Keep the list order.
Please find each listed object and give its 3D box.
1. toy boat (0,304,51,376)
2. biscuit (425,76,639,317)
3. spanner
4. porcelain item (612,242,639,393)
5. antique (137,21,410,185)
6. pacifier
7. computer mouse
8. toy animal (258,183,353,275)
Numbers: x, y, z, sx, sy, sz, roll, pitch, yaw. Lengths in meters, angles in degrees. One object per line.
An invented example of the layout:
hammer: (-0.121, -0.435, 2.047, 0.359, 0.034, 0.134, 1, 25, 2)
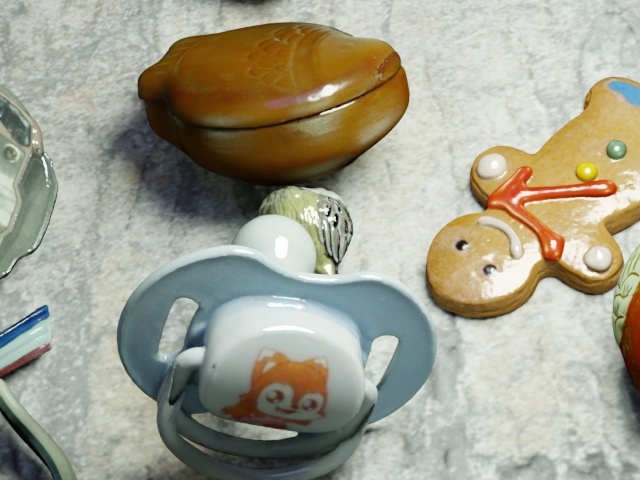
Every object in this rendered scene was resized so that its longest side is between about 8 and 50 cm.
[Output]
toy boat: (-0.367, 0.136, 1.915, 0.229, 0.080, 0.046, -27, 91, -12)
biscuit: (0.243, -0.036, 1.934, 0.324, 0.049, 0.205, -33, 58, -10)
spanner: (-0.256, 0.263, 1.817, 0.096, 0.040, 0.325, -37, 62, -15)
porcelain item: (0.383, 0.056, 1.735, 0.253, 0.253, 0.253, -5, 56, 7)
antique: (-0.047, -0.145, 1.975, 0.278, 0.129, 0.223, 0, 32, 23)
pacifier: (-0.046, 0.075, 1.803, 0.299, 0.244, 0.233, 13, 43, -15)
computer mouse: (-0.403, -0.008, 1.954, 0.199, 0.115, 0.389, 36, 52, -20)
toy animal: (0.000, 0.000, 1.928, 0.098, 0.098, 0.137, -39, 74, -16)
